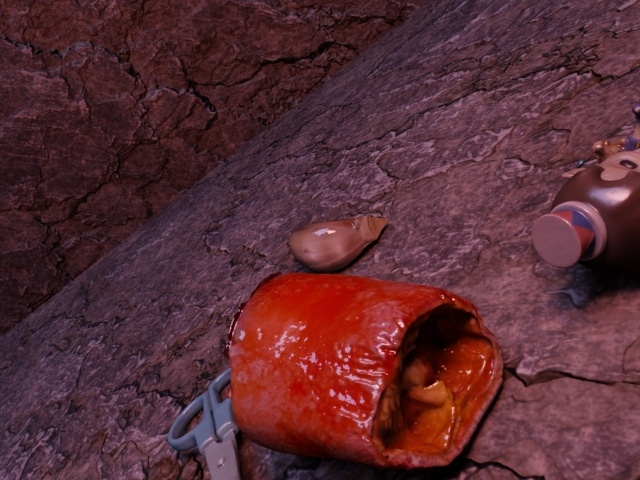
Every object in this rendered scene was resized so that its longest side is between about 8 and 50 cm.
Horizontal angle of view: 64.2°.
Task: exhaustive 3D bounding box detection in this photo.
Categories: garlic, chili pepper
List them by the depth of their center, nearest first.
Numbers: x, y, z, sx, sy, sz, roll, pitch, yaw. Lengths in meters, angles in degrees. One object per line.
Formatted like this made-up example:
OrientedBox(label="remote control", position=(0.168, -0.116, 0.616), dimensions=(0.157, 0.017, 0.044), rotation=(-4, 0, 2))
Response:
OrientedBox(label="chili pepper", position=(0.039, 0.157, 0.657), dimensions=(0.306, 0.229, 0.251), rotation=(-8, 24, 46))
OrientedBox(label="garlic", position=(-0.005, -0.001, 1.087), dimensions=(0.267, 0.149, 0.128), rotation=(9, 90, 50))

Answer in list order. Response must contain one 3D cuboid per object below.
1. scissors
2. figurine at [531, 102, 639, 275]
OrientedBox(label="scissors", position=(-0.148, 0.316, 0.766), dimensions=(0.193, 0.029, 0.447), rotation=(-41, 16, -8))
OrientedBox(label="figurine", position=(0.379, -0.055, 0.624), dimensions=(0.161, 0.158, 0.275), rotation=(38, 73, 21))
